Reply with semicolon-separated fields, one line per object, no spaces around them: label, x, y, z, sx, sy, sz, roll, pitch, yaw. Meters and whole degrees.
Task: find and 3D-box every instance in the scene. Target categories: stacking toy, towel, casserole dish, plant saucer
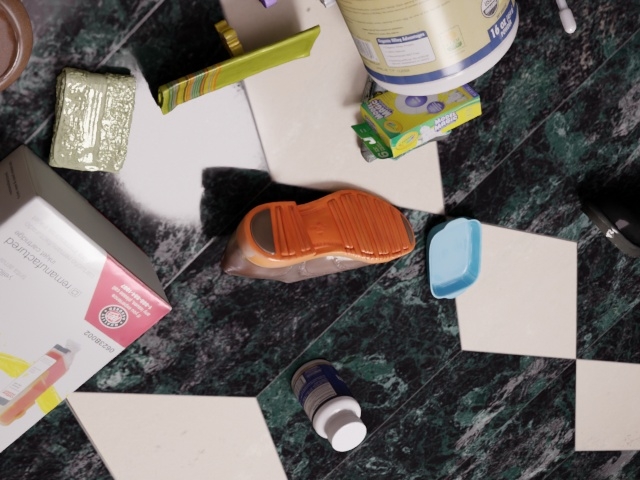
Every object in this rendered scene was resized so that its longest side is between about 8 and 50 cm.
stacking toy;-0.088;-0.368;1.059;0.167;0.052;0.221;-31;130;-7
towel;-0.113;-0.235;1.112;0.237;0.102;0.021;-24;92;-12
towel;-0.310;-0.161;1.099;0.110;0.027;0.148;0;121;-30
casserole dish;0.250;0.028;1.527;0.114;0.037;0.188;-20;130;-16
plant saucer;-0.435;-0.244;0.974;0.168;0.029;0.168;-14;128;-19

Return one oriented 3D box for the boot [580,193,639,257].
boot;0.692;-0.098;1.612;0.348;0.131;0.260;9;124;-45

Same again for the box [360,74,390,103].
box;0.139;-0.254;1.277;0.137;0.027;0.094;-1;121;-27

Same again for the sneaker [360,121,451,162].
sneaker;0.135;-0.168;1.324;0.166;0.065;0.076;-8;141;-20

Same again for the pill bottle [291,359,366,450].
pill bottle;0.018;0.310;1.508;0.094;0.169;0.094;-14;128;-19

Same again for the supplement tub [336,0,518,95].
supplement tub;0.116;-0.375;1.048;0.228;0.228;0.316;-34;132;-3

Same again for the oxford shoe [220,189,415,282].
oxford shoe;0.000;0.000;1.344;0.363;0.130;0.132;-1;155;-36

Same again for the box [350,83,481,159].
box;0.141;-0.196;1.229;0.179;0.105;0.043;-29;138;-7

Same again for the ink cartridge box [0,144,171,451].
ink cartridge box;-0.451;0.106;1.119;0.384;0.160;0.279;-40;131;2

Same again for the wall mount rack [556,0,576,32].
wall mount rack;0.426;-0.500;1.195;0.350;0.130;0.304;-21;129;-13
